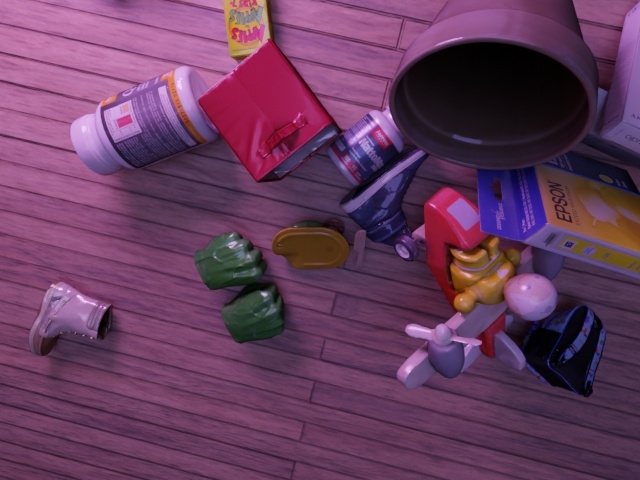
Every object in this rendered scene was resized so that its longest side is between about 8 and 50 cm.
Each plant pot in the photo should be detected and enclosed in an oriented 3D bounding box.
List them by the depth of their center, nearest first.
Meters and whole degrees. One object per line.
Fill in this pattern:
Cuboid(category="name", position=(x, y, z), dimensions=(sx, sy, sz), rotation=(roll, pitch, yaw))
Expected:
Cuboid(category="plant pot", position=(0.309, -0.328, 0.761), dimensions=(0.323, 0.323, 0.280), rotation=(17, 71, 2))

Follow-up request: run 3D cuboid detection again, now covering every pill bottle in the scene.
Cuboid(category="pill bottle", position=(0.112, -0.209, 0.910), dimensions=(0.180, 0.108, 0.108), rotation=(-38, 97, 13))
Cuboid(category="pill bottle", position=(-0.368, -0.246, 0.922), dimensions=(0.279, 0.162, 0.162), rotation=(-18, 100, 9))

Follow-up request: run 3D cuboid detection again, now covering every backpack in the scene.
Cuboid(category="backpack", position=(0.544, 0.229, 0.960), dimensions=(0.158, 0.117, 0.173), rotation=(40, 75, -19))

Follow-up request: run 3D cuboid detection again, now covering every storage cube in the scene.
Cuboid(category="storage cube", position=(-0.091, -0.249, 0.871), dimensions=(0.184, 0.215, 0.193), rotation=(-36, 91, 13))

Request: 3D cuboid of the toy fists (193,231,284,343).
Cuboid(category="toy fists", position=(-0.175, 0.110, 1.021), dimensions=(0.142, 0.096, 0.279), rotation=(-19, 102, 20))

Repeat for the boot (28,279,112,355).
Cuboid(category="boot", position=(-0.634, 0.226, 1.102), dimensions=(0.165, 0.077, 0.213), rotation=(24, 101, -2))

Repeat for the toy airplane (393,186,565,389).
Cuboid(category="toy airplane", position=(0.340, 0.118, 0.859), dimensions=(0.385, 0.272, 0.385), rotation=(13, 87, -27))

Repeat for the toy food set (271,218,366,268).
Cuboid(category="toy food set", position=(0.000, 0.000, 0.995), dimensions=(0.218, 0.071, 0.128), rotation=(1, 132, 10))

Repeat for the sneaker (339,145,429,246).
Cuboid(category="sneaker", position=(0.176, -0.090, 0.947), dimensions=(0.226, 0.086, 0.163), rotation=(-39, 105, 4))

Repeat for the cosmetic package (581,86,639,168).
Cuboid(category="cosmetic package", position=(0.591, -0.218, 0.857), dimensions=(0.231, 0.117, 0.085), rotation=(27, 105, 1))

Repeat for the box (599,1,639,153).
Cuboid(category="box", position=(0.654, -0.275, 0.782), dimensions=(0.232, 0.058, 0.321), rotation=(24, 71, 0))

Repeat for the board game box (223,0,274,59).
Cuboid(category="board game box", position=(-0.153, -0.483, 0.906), dimensions=(0.092, 0.043, 0.181), rotation=(-4, 102, 6))

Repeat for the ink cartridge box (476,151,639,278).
Cuboid(category="ink cartridge box", position=(0.456, -0.083, 0.811), dimensions=(0.308, 0.303, 0.072), rotation=(19, 133, 0))
